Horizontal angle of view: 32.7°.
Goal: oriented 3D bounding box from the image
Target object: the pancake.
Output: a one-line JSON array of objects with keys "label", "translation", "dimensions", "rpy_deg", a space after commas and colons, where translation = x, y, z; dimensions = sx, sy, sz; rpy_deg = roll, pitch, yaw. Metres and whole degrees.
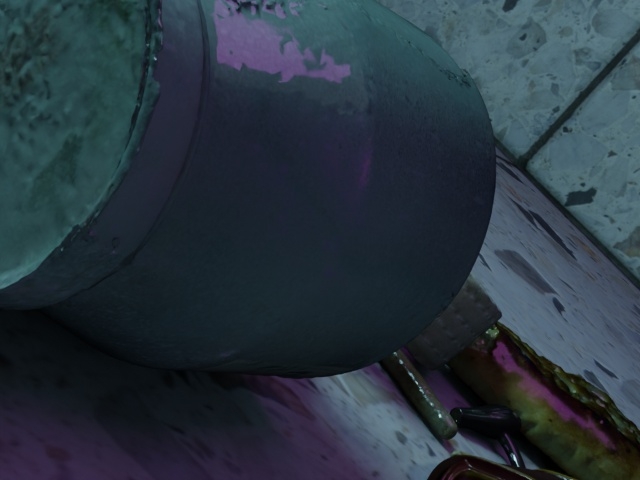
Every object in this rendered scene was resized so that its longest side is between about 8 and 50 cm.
[{"label": "pancake", "translation": [0.292, 0.192, 1.108], "dimensions": [0.426, 0.067, 0.305], "rpy_deg": [37, 15, -9]}]

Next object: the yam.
[{"label": "yam", "translation": [0.073, 0.115, 0.883], "dimensions": [0.021, 0.021, 0.116], "rpy_deg": [20, 26, -52]}]

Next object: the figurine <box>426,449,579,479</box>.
[{"label": "figurine", "translation": [0.114, 0.176, 0.736], "dimensions": [0.154, 0.082, 0.098], "rpy_deg": [22, 11, -47]}]

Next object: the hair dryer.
[{"label": "hair dryer", "translation": [0.150, 0.173, 0.910], "dimensions": [0.079, 0.031, 0.083], "rpy_deg": [12, 40, -40]}]

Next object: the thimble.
[{"label": "thimble", "translation": [0.094, 0.052, 0.946], "dimensions": [0.115, 0.090, 0.102], "rpy_deg": [47, 7, -37]}]

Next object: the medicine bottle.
[{"label": "medicine bottle", "translation": [-0.071, -0.052, 0.579], "dimensions": [0.245, 0.245, 0.290], "rpy_deg": [50, 17, 27]}]
